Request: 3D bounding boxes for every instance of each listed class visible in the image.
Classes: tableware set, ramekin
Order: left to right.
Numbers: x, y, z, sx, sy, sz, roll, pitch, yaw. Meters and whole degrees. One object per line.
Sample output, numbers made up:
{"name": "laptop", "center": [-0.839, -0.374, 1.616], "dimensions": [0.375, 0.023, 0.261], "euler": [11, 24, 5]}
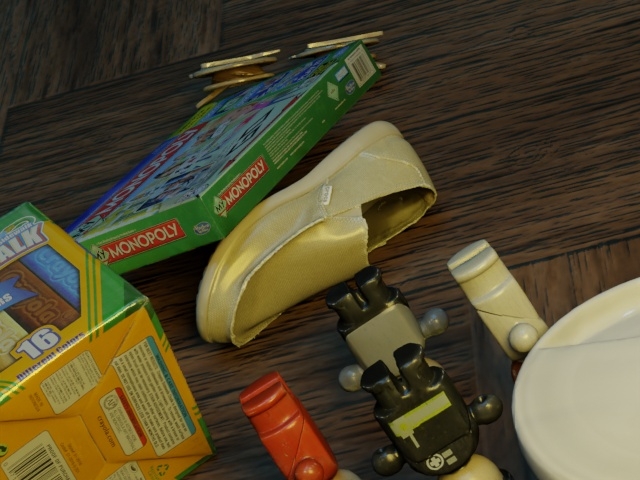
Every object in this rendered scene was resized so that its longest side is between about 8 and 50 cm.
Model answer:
{"name": "tableware set", "center": [-0.032, -0.171, 1.953], "dimensions": [0.194, 0.039, 0.128], "euler": [-11, 2, -9]}
{"name": "ramekin", "center": [0.274, 0.138, 1.322], "dimensions": [0.273, 0.127, 0.273], "euler": [-12, 31, 8]}

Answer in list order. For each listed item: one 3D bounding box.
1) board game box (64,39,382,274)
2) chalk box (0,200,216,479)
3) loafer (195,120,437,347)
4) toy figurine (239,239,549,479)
{"name": "board game box", "center": [-0.099, -0.069, 1.780], "dimensions": [0.213, 0.046, 0.317], "euler": [-18, 19, 37]}
{"name": "chalk box", "center": [-0.251, 0.103, 1.619], "dimensions": [0.179, 0.180, 0.289], "euler": [-34, 38, -17]}
{"name": "loafer", "center": [0.000, 0.000, 1.691], "dimensions": [0.092, 0.102, 0.268], "euler": [34, 67, 28]}
{"name": "toy figurine", "center": [0.072, 0.118, 1.437], "dimensions": [0.213, 0.148, 0.209], "euler": [-17, 24, 43]}
